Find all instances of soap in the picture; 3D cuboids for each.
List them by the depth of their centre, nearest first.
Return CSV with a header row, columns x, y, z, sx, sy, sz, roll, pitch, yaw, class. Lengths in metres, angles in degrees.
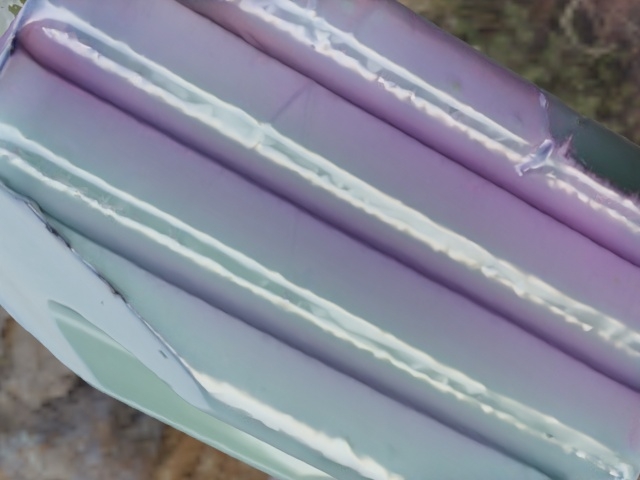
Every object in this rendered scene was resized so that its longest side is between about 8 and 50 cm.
x,y,z,sx,sy,sz,roll,pitch,yaw,class
0.000,0.000,0.744,0.109,0.324,0.193,-18,47,63,soap

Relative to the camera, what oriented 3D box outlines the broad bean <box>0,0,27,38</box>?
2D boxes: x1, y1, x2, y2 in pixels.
x,y,z,sx,sy,sz,roll,pitch,yaw,class
-0.207,-0.138,1.157,0.189,0.263,0.121,18,-118,-78,broad bean
